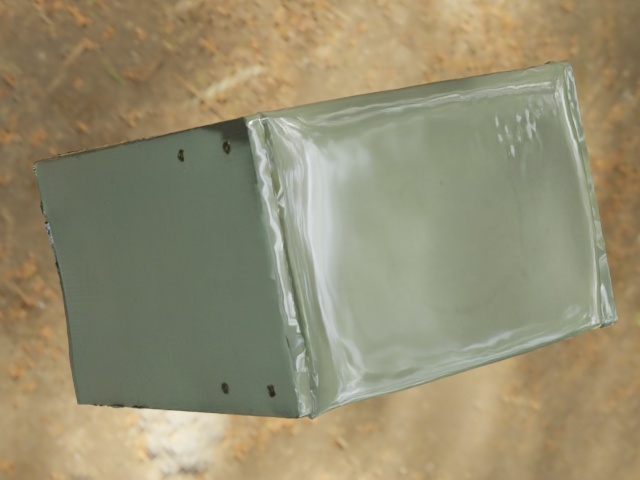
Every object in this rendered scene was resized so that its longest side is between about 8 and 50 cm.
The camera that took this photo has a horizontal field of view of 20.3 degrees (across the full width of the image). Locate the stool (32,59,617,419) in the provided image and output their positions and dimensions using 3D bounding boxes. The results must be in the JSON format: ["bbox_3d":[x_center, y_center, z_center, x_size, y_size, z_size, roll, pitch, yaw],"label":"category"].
[{"bbox_3d":[0.000,0.000,1.110,0.244,0.270,0.170,-12,94,-36],"label":"stool"}]
